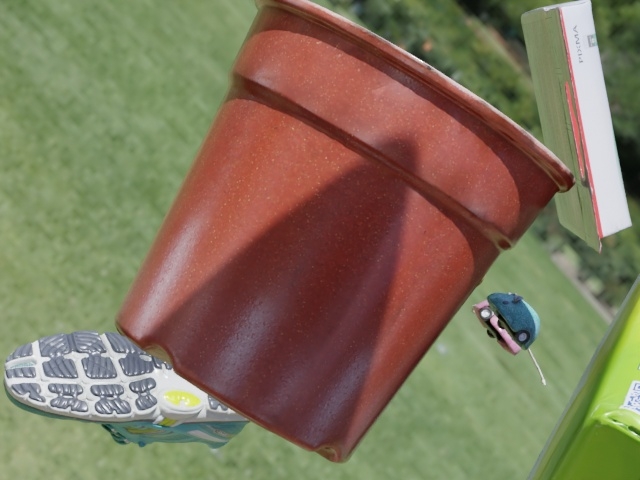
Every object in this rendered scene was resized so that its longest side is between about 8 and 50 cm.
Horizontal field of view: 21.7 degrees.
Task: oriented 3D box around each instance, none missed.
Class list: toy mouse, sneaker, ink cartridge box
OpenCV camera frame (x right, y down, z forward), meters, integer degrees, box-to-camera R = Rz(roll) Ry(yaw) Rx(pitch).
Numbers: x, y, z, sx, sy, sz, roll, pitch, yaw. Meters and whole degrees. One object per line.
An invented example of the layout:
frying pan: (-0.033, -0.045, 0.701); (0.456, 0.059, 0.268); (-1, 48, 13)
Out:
toy mouse: (0.166, 0.066, 1.493); (0.143, 0.031, 0.161); (50, -7, 15)
sneaker: (-0.191, 0.167, 1.680); (0.275, 0.110, 0.107); (12, 42, -28)
ink cartridge box: (0.202, -0.091, 1.261); (0.225, 0.056, 0.181); (-101, 180, -85)

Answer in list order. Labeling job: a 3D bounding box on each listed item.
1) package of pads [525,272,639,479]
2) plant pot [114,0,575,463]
package of pads: (0.137, 0.137, 0.752); (0.101, 0.296, 0.229); (28, 36, 8)
plant pot: (0.000, 0.000, 1.217); (0.272, 0.265, 0.272); (32, -1, 1)
